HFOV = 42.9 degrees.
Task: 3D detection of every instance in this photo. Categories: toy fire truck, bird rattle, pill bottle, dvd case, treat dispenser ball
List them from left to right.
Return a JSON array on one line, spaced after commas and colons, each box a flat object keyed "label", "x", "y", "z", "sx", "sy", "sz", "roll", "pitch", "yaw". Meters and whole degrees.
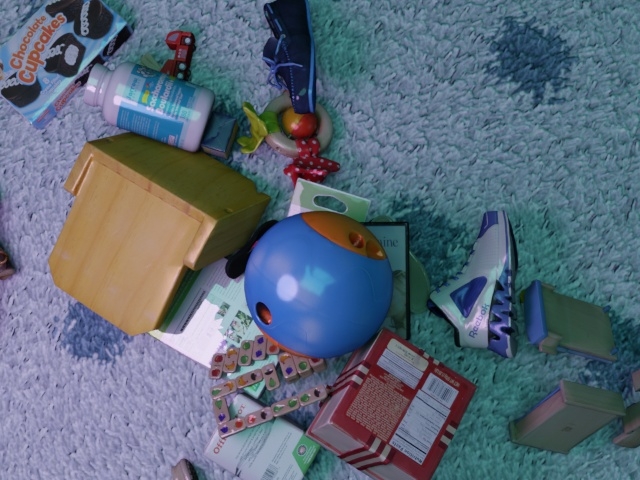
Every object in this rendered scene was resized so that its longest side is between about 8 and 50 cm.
[{"label": "pill bottle", "x": -0.373, "y": -0.299, "z": 1.779, "sx": 0.264, "sy": 0.146, "sz": 0.146, "roll": 17, "pitch": 83, "yaw": -9}, {"label": "toy fire truck", "x": -0.370, "y": -0.396, "z": 1.881, "sx": 0.135, "sy": 0.047, "sz": 0.192, "roll": 9, "pitch": 82, "yaw": 6}, {"label": "bird rattle", "x": -0.055, "y": -0.238, "z": 1.793, "sx": 0.253, "sy": 0.143, "sz": 0.207, "roll": 29, "pitch": 60, "yaw": 11}, {"label": "treat dispenser ball", "x": -0.003, "y": 0.085, "z": 1.576, "sx": 0.288, "sy": 0.288, "sz": 0.288, "roll": -1, "pitch": 81, "yaw": 4}, {"label": "dvd case", "x": 0.098, "y": 0.086, "z": 1.719, "sx": 0.180, "sy": 0.022, "sz": 0.253, "roll": -1, "pitch": 97, "yaw": 9}]

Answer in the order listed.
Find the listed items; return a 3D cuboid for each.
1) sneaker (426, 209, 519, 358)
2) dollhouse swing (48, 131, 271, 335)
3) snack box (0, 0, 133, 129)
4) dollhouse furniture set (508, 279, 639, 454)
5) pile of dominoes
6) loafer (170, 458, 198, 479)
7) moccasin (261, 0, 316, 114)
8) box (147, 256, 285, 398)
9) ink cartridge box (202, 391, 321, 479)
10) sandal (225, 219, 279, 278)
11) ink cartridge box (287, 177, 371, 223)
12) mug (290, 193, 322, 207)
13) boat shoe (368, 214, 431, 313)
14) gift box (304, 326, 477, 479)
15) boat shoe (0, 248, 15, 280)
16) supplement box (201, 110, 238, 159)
[{"label": "sneaker", "x": 0.317, "y": 0.089, "z": 1.710, "sx": 0.182, "sy": 0.127, "sz": 0.315, "roll": -3, "pitch": 68, "yaw": 20}, {"label": "dollhouse swing", "x": -0.355, "y": -0.017, "z": 1.761, "sx": 0.347, "sy": 0.315, "sz": 0.305, "roll": 29, "pitch": 116, "yaw": 17}, {"label": "snack box", "x": -0.616, "y": -0.438, "z": 1.898, "sx": 0.187, "sy": 0.060, "sz": 0.322, "roll": 41, "pitch": 86, "yaw": 9}, {"label": "dollhouse furniture set", "x": 0.534, "y": 0.267, "z": 1.710, "sx": 0.286, "sy": 0.198, "sz": 0.303, "roll": 15, "pitch": 50, "yaw": -15}, {"label": "pile of dominoes", "x": -0.116, "y": 0.269, "z": 1.668, "sx": 0.251, "sy": 0.040, "sz": 0.196, "roll": -22, "pitch": 54, "yaw": 1}, {"label": "loafer", "x": -0.293, "y": 0.594, "z": 1.696, "sx": 0.092, "sy": 0.102, "sz": 0.268, "roll": -6, "pitch": 81, "yaw": -3}, {"label": "moccasin", "x": -0.072, "y": -0.401, "z": 1.796, "sx": 0.117, "sy": 0.137, "sz": 0.342, "roll": -4, "pitch": 49, "yaw": -4}, {"label": "box", "x": -0.212, "y": 0.166, "z": 1.781, "sx": 0.322, "sy": 0.058, "sz": 0.232, "roll": 30, "pitch": 84, "yaw": 7}, {"label": "ink cartridge box", "x": -0.119, "y": 0.434, "z": 1.715, "sx": 0.208, "sy": 0.087, "sz": 0.153, "roll": 30, "pitch": 85, "yaw": 7}, {"label": "sandal", "x": -0.135, "y": 0.023, "z": 1.763, "sx": 0.040, "sy": 0.067, "sz": 0.179, "roll": 15, "pitch": 46, "yaw": 34}, {"label": "ink cartridge box", "x": 0.000, "y": 0.000, "z": 1.762, "sx": 0.171, "sy": 0.056, "sz": 0.235, "roll": 18, "pitch": 97, "yaw": 7}, {"label": "mug", "x": -0.032, "y": -0.068, "z": 1.809, "sx": 0.064, "sy": 0.078, "sz": 0.062, "roll": -36, "pitch": 123, "yaw": 7}, {"label": "boat shoe", "x": 0.167, "y": 0.053, "z": 1.764, "sx": 0.081, "sy": 0.069, "sz": 0.227, "roll": -25, "pitch": 89, "yaw": -15}, {"label": "gift box", "x": 0.149, "y": 0.333, "z": 1.626, "sx": 0.255, "sy": 0.258, "sz": 0.276, "roll": 37, "pitch": 67, "yaw": 2}, {"label": "boat shoe", "x": -0.740, "y": 0.058, "z": 1.810, "sx": 0.123, "sy": 0.123, "sz": 0.342, "roll": 9, "pitch": 82, "yaw": -9}, {"label": "supplement box", "x": -0.224, "y": -0.234, "z": 1.825, "sx": 0.056, "sy": 0.083, "sz": 0.083, "roll": 18, "pitch": 83, "yaw": 0}]
